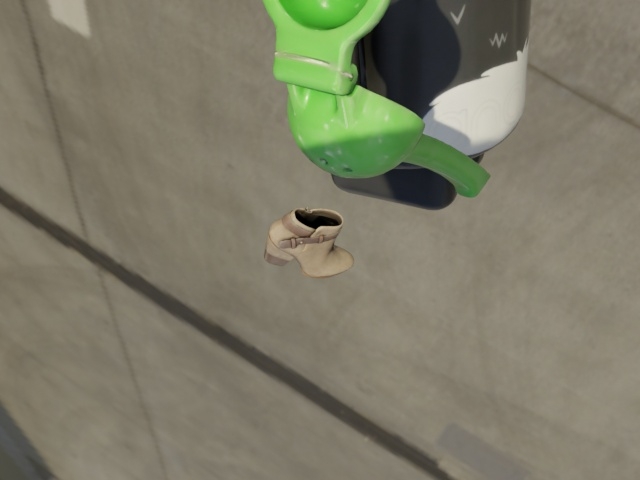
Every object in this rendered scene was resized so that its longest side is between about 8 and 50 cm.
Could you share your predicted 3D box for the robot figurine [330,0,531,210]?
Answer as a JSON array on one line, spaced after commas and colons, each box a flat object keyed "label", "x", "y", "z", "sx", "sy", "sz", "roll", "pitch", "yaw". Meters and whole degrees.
[{"label": "robot figurine", "x": 0.055, "y": -0.160, "z": 0.714, "sx": 0.209, "sy": 0.173, "sz": 0.278, "roll": -111, "pitch": 13, "yaw": -53}]

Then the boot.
[{"label": "boot", "x": 0.000, "y": 0.000, "z": 1.064, "sx": 0.118, "sy": 0.042, "sz": 0.087, "roll": 2, "pitch": 149, "yaw": -30}]

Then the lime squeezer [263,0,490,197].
[{"label": "lime squeezer", "x": 0.025, "y": -0.094, "z": 0.405, "sx": 0.059, "sy": 0.110, "sz": 0.310, "roll": 35, "pitch": 156, "yaw": 38}]
